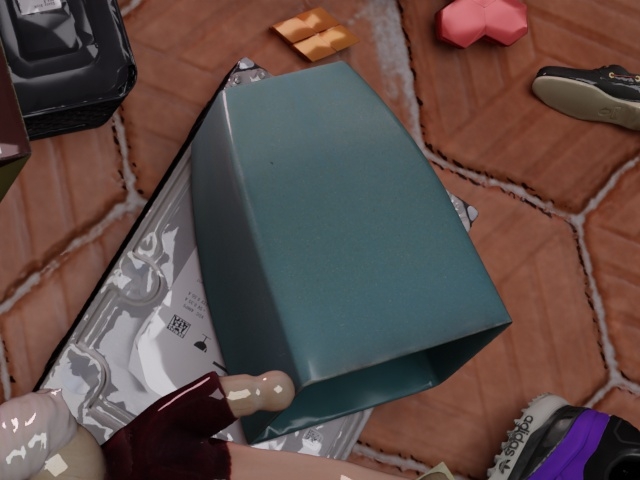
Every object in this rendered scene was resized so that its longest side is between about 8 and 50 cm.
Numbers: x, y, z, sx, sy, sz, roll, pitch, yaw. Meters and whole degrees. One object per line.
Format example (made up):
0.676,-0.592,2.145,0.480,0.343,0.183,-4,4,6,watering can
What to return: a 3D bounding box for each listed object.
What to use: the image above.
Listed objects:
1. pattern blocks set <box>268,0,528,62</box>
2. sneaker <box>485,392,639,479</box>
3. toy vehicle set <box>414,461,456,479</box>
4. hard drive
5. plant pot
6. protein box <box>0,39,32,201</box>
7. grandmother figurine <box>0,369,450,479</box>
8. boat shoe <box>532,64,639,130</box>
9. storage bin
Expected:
0.021,-0.290,1.592,0.325,0.026,0.285,0,92,-14,pattern blocks set
0.179,0.257,1.474,0.146,0.102,0.293,14,65,31,sneaker
0.026,0.306,1.414,0.267,0.035,0.166,-34,72,-4,toy vehicle set
-0.050,0.055,1.505,0.237,0.064,0.339,34,69,-8,hard drive
0.000,0.000,1.417,0.165,0.166,0.234,-16,76,-22,plant pot
-0.314,-0.115,1.381,0.136,0.200,0.201,-14,81,-22,protein box
-0.076,0.171,1.299,0.342,0.104,0.208,14,110,-20,grandmother figurine
0.247,-0.128,1.659,0.133,0.049,0.042,12,63,-6,boat shoe
-0.227,-0.174,1.490,0.122,0.084,0.180,-14,82,-21,storage bin
